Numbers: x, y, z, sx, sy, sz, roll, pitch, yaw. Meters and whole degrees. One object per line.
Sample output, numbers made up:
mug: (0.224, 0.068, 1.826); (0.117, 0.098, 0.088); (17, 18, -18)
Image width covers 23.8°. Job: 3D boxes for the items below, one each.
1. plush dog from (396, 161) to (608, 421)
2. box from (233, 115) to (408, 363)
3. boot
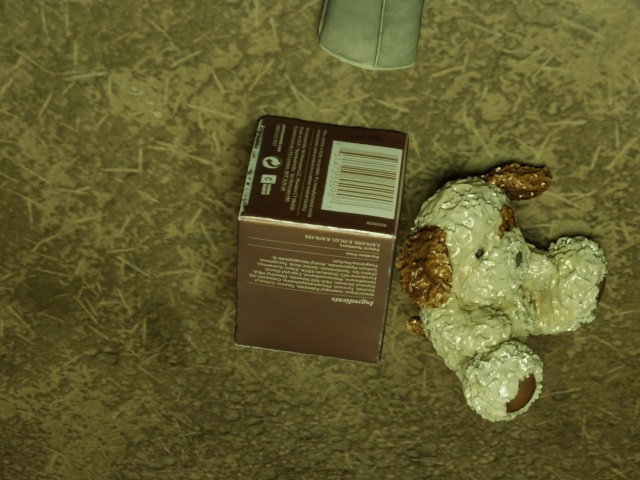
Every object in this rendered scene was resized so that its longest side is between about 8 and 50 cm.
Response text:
plush dog: (0.168, 0.032, 1.649); (0.210, 0.262, 0.225); (13, 133, 36)
box: (0.000, 0.000, 1.655); (0.167, 0.168, 0.203); (7, 134, 2)
boot: (0.094, -0.251, 1.463); (0.189, 0.076, 0.208); (16, 129, 13)
